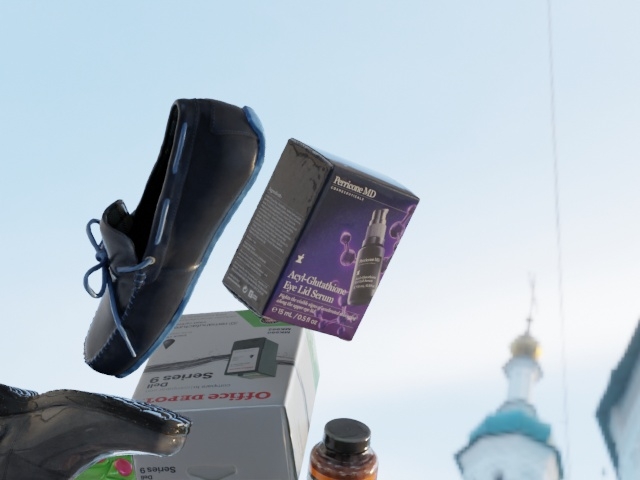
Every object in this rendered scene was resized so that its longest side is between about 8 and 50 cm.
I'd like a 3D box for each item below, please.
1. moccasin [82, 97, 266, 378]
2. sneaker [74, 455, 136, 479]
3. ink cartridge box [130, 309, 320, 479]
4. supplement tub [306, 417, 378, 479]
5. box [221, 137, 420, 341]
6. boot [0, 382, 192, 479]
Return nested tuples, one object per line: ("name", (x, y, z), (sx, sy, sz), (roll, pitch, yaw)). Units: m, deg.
("moccasin", (-0.184, -0.011, 1.436), (0.117, 0.137, 0.342), (19, -70, -30))
("sneaker", (-0.427, 0.396, 2.090), (0.483, 0.185, 0.202), (11, -75, 8))
("ink cartridge box", (-0.122, 0.205, 1.794), (0.211, 0.289, 0.121), (-5, -68, 7))
("supplement tub", (0.030, 0.362, 1.995), (0.106, 0.106, 0.198), (9, -69, 6))
("box", (0.000, 0.000, 1.667), (0.153, 0.108, 0.207), (17, -78, -38))
("boot", (-0.300, 0.277, 1.506), (0.338, 0.222, 0.118), (1, -13, 30))
